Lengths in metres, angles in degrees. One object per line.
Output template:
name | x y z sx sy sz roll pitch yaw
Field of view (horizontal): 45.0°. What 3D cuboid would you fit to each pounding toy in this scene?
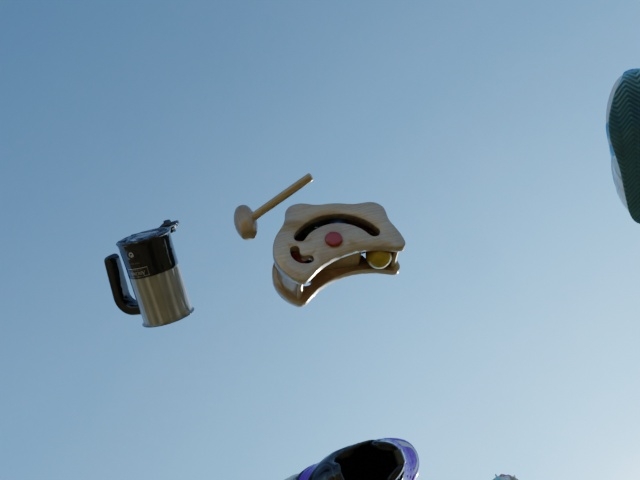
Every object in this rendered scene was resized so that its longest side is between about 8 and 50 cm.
pounding toy | 0.000 0.000 1.215 0.269 0.154 0.155 -2 -38 -6

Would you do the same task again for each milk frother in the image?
milk frother | -0.245 0.045 1.199 0.129 0.143 0.135 -2 -73 42

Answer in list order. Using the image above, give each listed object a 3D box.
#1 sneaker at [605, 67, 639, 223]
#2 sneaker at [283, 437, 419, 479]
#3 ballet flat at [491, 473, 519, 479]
sneaker | 0.461 -0.142 1.139 0.087 0.092 0.229 -10 -68 8
sneaker | 0.084 0.343 1.140 0.293 0.102 0.146 -3 -32 -50
ballet flat | 0.248 0.368 0.880 0.091 0.077 0.241 -18 -77 11
